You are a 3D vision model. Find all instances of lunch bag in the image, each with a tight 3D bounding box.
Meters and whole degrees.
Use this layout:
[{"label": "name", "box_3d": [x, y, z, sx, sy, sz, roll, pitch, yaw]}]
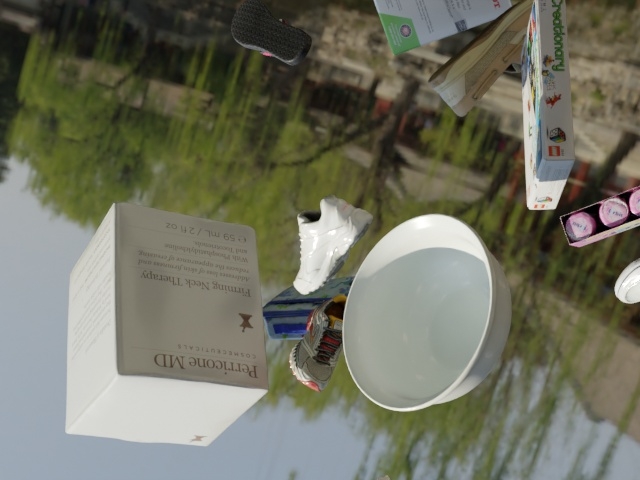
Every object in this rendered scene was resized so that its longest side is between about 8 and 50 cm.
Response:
[{"label": "lunch bag", "box_3d": [-0.009, 0.148, 2.316, 0.219, 0.090, 0.176, -5, -160, 40]}]

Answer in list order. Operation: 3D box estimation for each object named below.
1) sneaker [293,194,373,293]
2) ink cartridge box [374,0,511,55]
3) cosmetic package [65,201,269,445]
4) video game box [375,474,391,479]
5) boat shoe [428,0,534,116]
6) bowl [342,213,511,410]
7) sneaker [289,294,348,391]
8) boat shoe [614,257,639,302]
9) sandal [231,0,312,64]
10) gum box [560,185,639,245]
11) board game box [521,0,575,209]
[{"label": "sneaker", "box_3d": [0.000, 0.000, 1.925, 0.115, 0.232, 0.090, 40, -141, 7]}, {"label": "ink cartridge box", "box_3d": [0.249, -0.545, 2.315, 0.273, 0.198, 0.115, -19, -154, 7]}, {"label": "cosmetic package", "box_3d": [-0.332, 0.187, 2.278, 0.329, 0.327, 0.394, 10, -125, -28]}, {"label": "video game box", "box_3d": [0.088, 0.435, 1.408, 0.048, 0.205, 0.187, -18, -120, -28]}, {"label": "boat shoe", "box_3d": [0.369, -0.383, 2.156, 0.110, 0.341, 0.121, 50, 171, -6]}, {"label": "bowl", "box_3d": [0.182, 0.119, 1.615, 0.134, 0.298, 0.298, 22, -176, -38]}, {"label": "sneaker", "box_3d": [0.006, 0.189, 2.055, 0.088, 0.093, 0.225, 31, -137, -15]}, {"label": "boat shoe", "box_3d": [0.631, 0.066, 1.989, 0.083, 0.226, 0.076, 22, -133, -19]}, {"label": "sandal", "box_3d": [-0.068, -0.289, 1.533, 0.040, 0.067, 0.179, 25, -169, -48]}, {"label": "gum box", "box_3d": [0.573, -0.049, 2.098, 0.188, 0.062, 0.107, -22, 169, 20]}, {"label": "board game box", "box_3d": [0.373, -0.228, 1.786, 0.053, 0.305, 0.193, 1, 159, 3]}]
